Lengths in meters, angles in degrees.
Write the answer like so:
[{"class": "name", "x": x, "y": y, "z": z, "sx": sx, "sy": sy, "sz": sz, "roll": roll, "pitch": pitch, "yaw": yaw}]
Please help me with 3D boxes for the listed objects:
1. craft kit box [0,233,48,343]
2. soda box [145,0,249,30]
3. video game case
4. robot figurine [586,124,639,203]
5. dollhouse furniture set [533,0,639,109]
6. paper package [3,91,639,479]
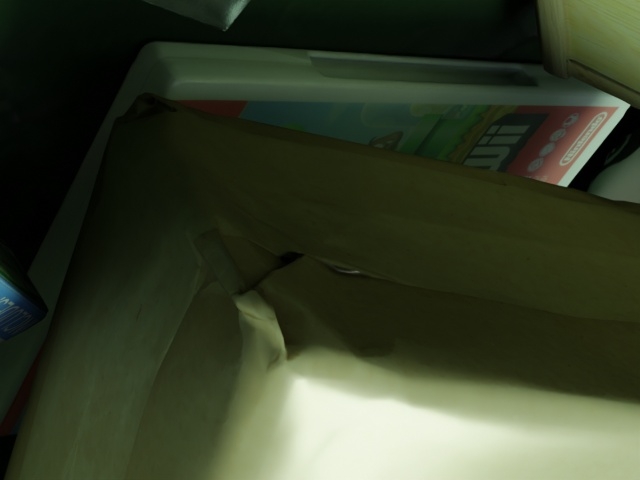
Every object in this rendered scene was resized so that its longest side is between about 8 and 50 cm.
[{"class": "craft kit box", "x": -0.205, "y": 0.050, "z": 0.350, "sx": 0.246, "sy": 0.061, "sz": 0.250, "roll": -33, "pitch": 175, "yaw": -9}, {"class": "soda box", "x": -0.006, "y": -0.141, "z": 0.363, "sx": 0.169, "sy": 0.060, "sz": 0.053, "roll": -48, "pitch": 148, "yaw": 22}, {"class": "video game case", "x": 0.000, "y": 0.000, "z": 0.616, "sx": 0.285, "sy": 0.025, "sz": 0.204, "roll": -4, "pitch": 139, "yaw": -43}, {"class": "robot figurine", "x": 0.250, "y": 0.017, "z": 0.760, "sx": 0.278, "sy": 0.173, "sz": 0.209, "roll": 20, "pitch": 96, "yaw": -56}, {"class": "dollhouse furniture set", "x": 0.291, "y": -0.199, "z": 0.499, "sx": 0.394, "sy": 0.256, "sz": 0.362, "roll": -51, "pitch": 154, "yaw": -15}, {"class": "paper package", "x": 0.035, "y": 0.141, "z": 0.519, "sx": 0.309, "sy": 0.168, "sz": 0.325, "roll": 9, "pitch": 116, "yaw": -28}]
